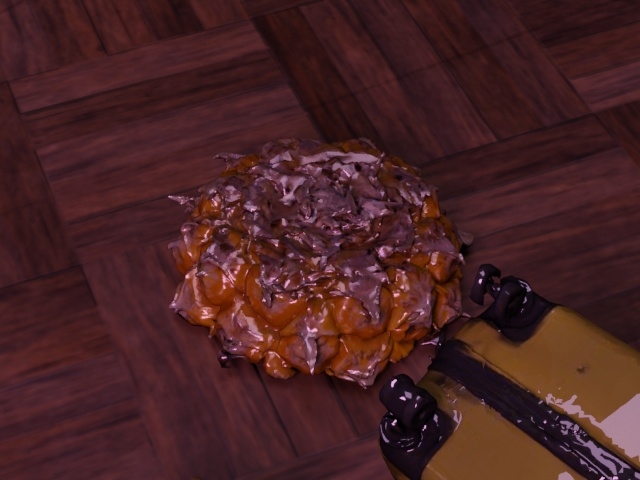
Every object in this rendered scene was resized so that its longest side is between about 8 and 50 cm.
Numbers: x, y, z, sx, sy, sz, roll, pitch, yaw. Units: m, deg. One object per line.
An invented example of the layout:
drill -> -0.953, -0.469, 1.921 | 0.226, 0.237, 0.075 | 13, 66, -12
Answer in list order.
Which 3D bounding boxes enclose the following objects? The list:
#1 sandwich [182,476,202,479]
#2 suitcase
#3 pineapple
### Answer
sandwich -> -0.140, 0.280, 0.665 | 0.325, 0.131, 0.262 | -21, 53, -17
suitcase -> 0.131, 0.143, 0.729 | 0.194, 0.235, 0.143 | 35, 76, 27
pineapple -> 0.000, 0.000, 0.952 | 0.224, 0.076, 0.225 | -1, 47, 1
